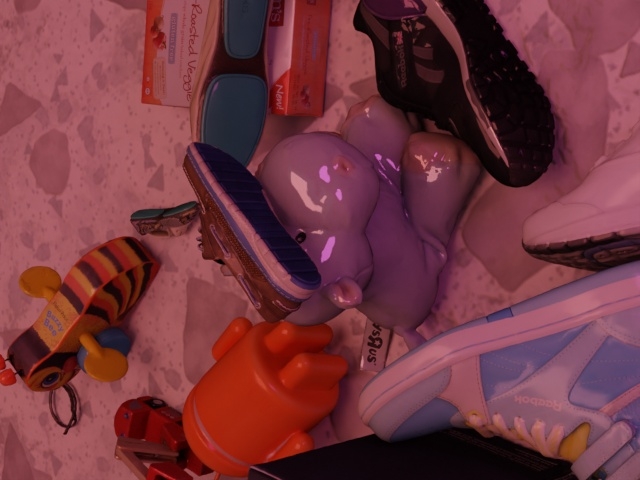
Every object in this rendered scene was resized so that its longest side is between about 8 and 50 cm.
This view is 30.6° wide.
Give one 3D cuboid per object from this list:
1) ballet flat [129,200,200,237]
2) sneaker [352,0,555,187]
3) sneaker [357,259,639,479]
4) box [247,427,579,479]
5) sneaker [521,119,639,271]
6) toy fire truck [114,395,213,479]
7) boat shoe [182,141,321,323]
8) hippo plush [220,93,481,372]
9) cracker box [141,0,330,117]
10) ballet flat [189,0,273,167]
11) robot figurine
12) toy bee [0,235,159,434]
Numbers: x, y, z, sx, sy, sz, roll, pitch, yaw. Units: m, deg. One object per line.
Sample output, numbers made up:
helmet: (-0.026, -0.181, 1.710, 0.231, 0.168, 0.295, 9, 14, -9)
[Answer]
ballet flat: (-0.183, -0.023, 1.423, 0.114, 0.041, 0.041, -7, 88, 39)
sneaker: (0.123, -0.152, 1.133, 0.124, 0.107, 0.283, -44, 57, 38)
sneaker: (0.196, 0.163, 1.011, 0.319, 0.127, 0.208, -25, 70, 18)
box: (0.069, 0.340, 1.067, 0.183, 0.294, 0.296, 17, 102, 37)
sneaker: (0.302, -0.058, 0.999, 0.297, 0.111, 0.129, -24, 61, 34)
toy fire truck: (-0.193, 0.247, 1.376, 0.192, 0.135, 0.047, 25, 107, 35)
boat shoe: (-0.075, -0.007, 1.011, 0.066, 0.066, 0.183, -49, 59, 25)
hippo plush: (0.000, 0.000, 1.142, 0.234, 0.236, 0.294, 11, 99, 38)
cracker box: (-0.099, -0.223, 1.320, 0.232, 0.067, 0.155, 9, 98, 38)
ballet flat: (-0.096, -0.185, 1.236, 0.086, 0.086, 0.248, 18, 101, 37)
robot figurine: (-0.067, 0.172, 1.278, 0.158, 0.128, 0.219, 43, 120, -2)
toy bee: (-0.319, 0.133, 1.458, 0.195, 0.162, 0.298, 22, 106, 34)
